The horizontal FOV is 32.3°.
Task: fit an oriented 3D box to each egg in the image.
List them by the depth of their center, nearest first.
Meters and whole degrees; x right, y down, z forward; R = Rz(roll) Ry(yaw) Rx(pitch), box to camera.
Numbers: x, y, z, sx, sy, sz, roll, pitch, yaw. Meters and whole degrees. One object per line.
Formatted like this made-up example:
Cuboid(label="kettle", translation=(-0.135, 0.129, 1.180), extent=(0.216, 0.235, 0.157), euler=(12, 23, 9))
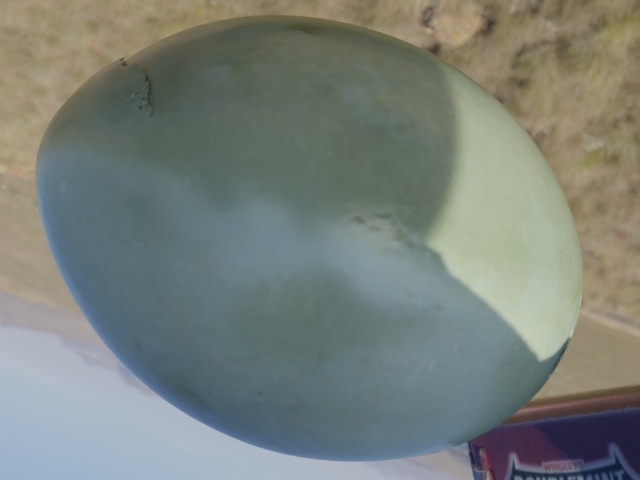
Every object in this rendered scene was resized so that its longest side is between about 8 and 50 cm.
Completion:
Cuboid(label="egg", translation=(0.000, 0.000, 0.485), extent=(0.253, 0.187, 0.186), euler=(16, 173, -22))

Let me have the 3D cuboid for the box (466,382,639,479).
Cuboid(label="box", translation=(0.173, 0.131, 0.572), extent=(0.069, 0.120, 0.224), euler=(-6, 169, -32))
